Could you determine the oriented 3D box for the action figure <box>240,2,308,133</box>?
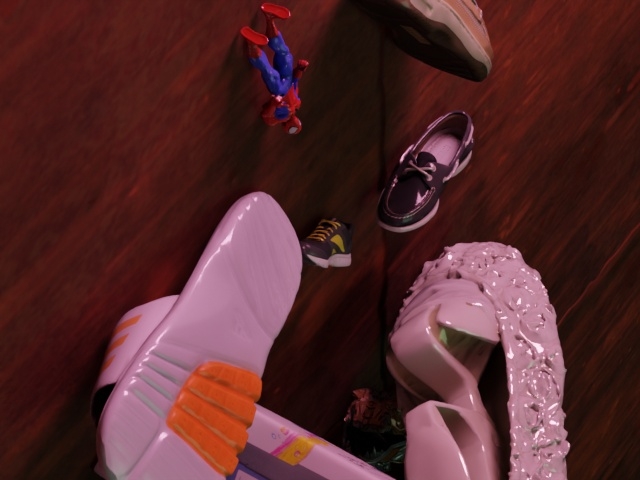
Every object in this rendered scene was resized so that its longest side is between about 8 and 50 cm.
[{"bbox_3d":[-0.026,-0.102,1.266,0.038,0.030,0.115,-57,160,-22],"label":"action figure"}]

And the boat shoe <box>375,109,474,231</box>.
[{"bbox_3d":[0.081,-0.054,1.521,0.125,0.046,0.038,-46,153,-39],"label":"boat shoe"}]

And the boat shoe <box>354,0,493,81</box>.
[{"bbox_3d":[0.083,-0.166,1.376,0.072,0.068,0.190,-71,158,-7],"label":"boat shoe"}]

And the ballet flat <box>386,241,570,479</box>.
[{"bbox_3d":[0.115,0.132,1.525,0.147,0.147,0.409,94,-9,-46],"label":"ballet flat"}]

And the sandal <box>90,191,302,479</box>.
[{"bbox_3d":[-0.086,0.075,1.274,0.102,0.076,0.265,56,38,-25],"label":"sandal"}]

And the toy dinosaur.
[{"bbox_3d":[0.076,0.237,1.738,0.322,0.164,0.218,38,64,-46],"label":"toy dinosaur"}]

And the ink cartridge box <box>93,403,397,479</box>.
[{"bbox_3d":[-0.021,0.175,1.355,0.093,0.212,0.154,-61,157,-2],"label":"ink cartridge box"}]

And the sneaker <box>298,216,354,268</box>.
[{"bbox_3d":[0.000,0.000,1.442,0.083,0.031,0.035,-1,104,-69],"label":"sneaker"}]
